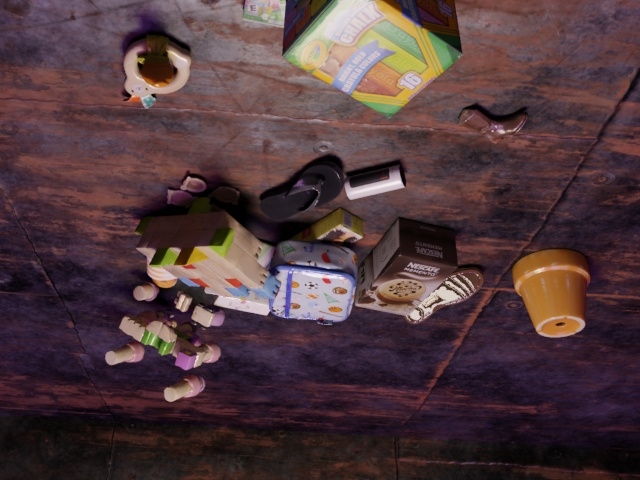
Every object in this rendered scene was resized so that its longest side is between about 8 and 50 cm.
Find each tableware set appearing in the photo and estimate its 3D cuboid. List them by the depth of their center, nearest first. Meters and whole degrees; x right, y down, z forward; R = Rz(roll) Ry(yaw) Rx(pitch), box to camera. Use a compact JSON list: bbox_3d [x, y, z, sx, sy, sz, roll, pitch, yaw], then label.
[{"bbox_3d":[-0.287,-0.104,1.680,0.168,0.020,0.141,19,143,-24],"label":"tableware set"}]

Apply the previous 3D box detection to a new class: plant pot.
[{"bbox_3d":[0.641,0.155,1.883,0.205,0.188,0.205,1,147,1],"label":"plant pot"}]

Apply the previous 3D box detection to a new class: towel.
[{"bbox_3d":[-0.188,0.026,1.880,0.152,0.023,0.113,21,140,-23],"label":"towel"}]

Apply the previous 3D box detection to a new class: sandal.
[{"bbox_3d":[-0.042,-0.102,1.615,0.254,0.054,0.097,-29,114,38],"label":"sandal"},{"bbox_3d":[-0.435,0.086,1.926,0.102,0.076,0.265,6,147,-7],"label":"sandal"}]

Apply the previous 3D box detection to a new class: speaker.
[{"bbox_3d":[0.127,-0.134,1.585,0.136,0.055,0.055,-11,145,20],"label":"speaker"}]

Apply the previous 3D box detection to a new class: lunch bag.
[{"bbox_3d":[-0.030,0.119,1.826,0.243,0.115,0.303,6,147,-3],"label":"lunch bag"}]

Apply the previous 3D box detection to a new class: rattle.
[{"bbox_3d":[-0.327,-0.280,1.312,0.130,0.143,0.199,8,145,-44],"label":"rattle"}]

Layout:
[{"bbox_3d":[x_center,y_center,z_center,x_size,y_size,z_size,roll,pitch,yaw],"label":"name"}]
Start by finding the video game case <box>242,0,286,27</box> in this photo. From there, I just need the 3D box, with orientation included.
[{"bbox_3d":[-0.014,-0.433,1.161,0.212,0.023,0.193,8,146,-10],"label":"video game case"}]

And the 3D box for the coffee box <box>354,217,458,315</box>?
[{"bbox_3d":[0.223,0.079,1.848,0.168,0.119,0.297,12,146,-15],"label":"coffee box"}]

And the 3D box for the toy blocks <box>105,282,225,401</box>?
[{"bbox_3d":[-0.416,0.273,2.047,0.288,0.309,0.260,27,-170,19],"label":"toy blocks"}]

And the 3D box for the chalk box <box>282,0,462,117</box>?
[{"bbox_3d":[0.054,-0.362,1.083,0.289,0.179,0.180,21,141,-29],"label":"chalk box"}]

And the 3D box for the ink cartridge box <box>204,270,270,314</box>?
[{"bbox_3d":[-0.233,0.132,1.953,0.198,0.115,0.067,14,146,-16],"label":"ink cartridge box"}]

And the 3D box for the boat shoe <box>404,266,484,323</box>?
[{"bbox_3d":[0.353,0.145,1.989,0.257,0.095,0.095,-29,95,20],"label":"boat shoe"}]

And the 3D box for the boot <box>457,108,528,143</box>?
[{"bbox_3d":[0.352,-0.252,1.417,0.114,0.037,0.106,25,138,-24],"label":"boot"}]

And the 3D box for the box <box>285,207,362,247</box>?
[{"bbox_3d":[0.000,0.000,1.793,0.087,0.058,0.232,26,140,-33],"label":"box"}]

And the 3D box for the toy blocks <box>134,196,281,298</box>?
[{"bbox_3d":[-0.263,0.047,1.705,0.381,0.191,0.261,-1,147,42],"label":"toy blocks"}]
